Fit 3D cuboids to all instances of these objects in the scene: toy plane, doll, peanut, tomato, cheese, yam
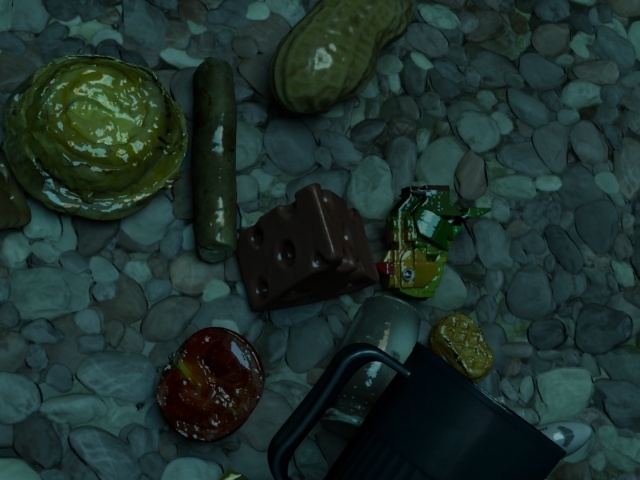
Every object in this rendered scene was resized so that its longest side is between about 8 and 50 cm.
[{"bbox_3d":[0.265,0.309,1.950,0.255,0.101,0.251,-17,72,4],"label":"toy plane"},{"bbox_3d":[0.159,0.001,2.055,0.134,0.106,0.186,30,78,-15],"label":"doll"},{"bbox_3d":[0.042,-0.316,2.128,0.325,0.140,0.153,-44,106,-33],"label":"peanut"},{"bbox_3d":[-0.148,0.199,1.875,0.139,0.091,0.159,34,88,6],"label":"tomato"},{"bbox_3d":[0.006,0.007,1.971,0.177,0.203,0.128,-1,66,-42],"label":"cheese"},{"bbox_3d":[-0.157,-0.123,2.012,0.071,0.067,0.317,-3,68,1],"label":"yam"}]

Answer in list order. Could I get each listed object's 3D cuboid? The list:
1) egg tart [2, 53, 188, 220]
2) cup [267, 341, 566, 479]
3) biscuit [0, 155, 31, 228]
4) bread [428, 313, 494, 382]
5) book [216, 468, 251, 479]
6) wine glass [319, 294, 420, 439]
[{"bbox_3d":[-0.321,-0.162,1.957,0.278,0.095,0.279,7,67,-16],"label":"egg tart"},{"bbox_3d":[0.122,0.308,1.773,0.308,0.242,0.292,35,91,-40],"label":"cup"},{"bbox_3d":[-0.524,-0.153,1.845,0.325,0.044,0.217,60,22,11],"label":"biscuit"},{"bbox_3d":[0.215,0.162,2.043,0.083,0.044,0.111,-27,77,-28],"label":"bread"},{"bbox_3d":[-0.052,0.501,1.814,0.352,0.035,0.239,37,63,-3],"label":"book"},{"bbox_3d":[0.073,0.185,1.943,0.111,0.111,0.204,25,66,-8],"label":"wine glass"}]
